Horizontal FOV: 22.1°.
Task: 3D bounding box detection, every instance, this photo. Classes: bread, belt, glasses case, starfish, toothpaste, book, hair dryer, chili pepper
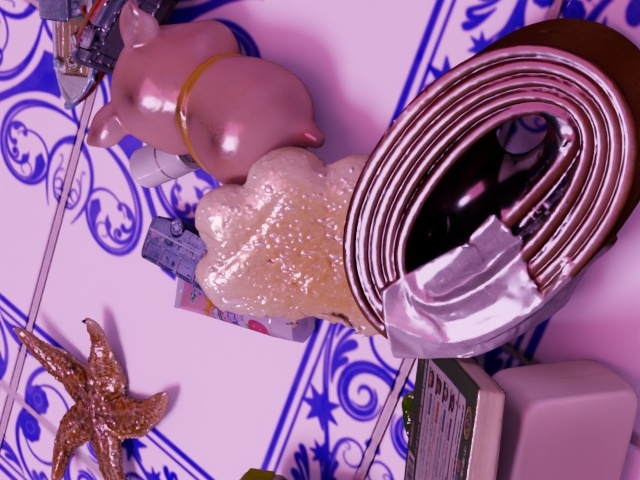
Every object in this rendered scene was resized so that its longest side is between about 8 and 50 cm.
[{"bbox_3d":[0.000,0.000,1.594,0.251,0.039,0.182,8,114,3],"label":"bread"},{"bbox_3d":[0.158,-0.041,1.452,0.217,0.122,0.338,41,120,6],"label":"belt"},{"bbox_3d":[0.197,0.263,1.521,0.070,0.131,0.313,43,131,52],"label":"glasses case"},{"bbox_3d":[-0.265,0.203,1.947,0.236,0.062,0.277,-39,76,39],"label":"starfish"},{"bbox_3d":[-0.089,0.065,1.773,0.194,0.043,0.067,18,106,40],"label":"toothpaste"},{"bbox_3d":[0.117,0.202,1.511,0.264,0.027,0.202,-130,46,-79],"label":"book"},{"bbox_3d":[-0.178,-0.132,1.786,0.082,0.047,0.137,-17,86,42],"label":"hair dryer"},{"bbox_3d":[0.100,0.194,1.662,0.030,0.034,0.091,-8,98,8],"label":"chili pepper"}]

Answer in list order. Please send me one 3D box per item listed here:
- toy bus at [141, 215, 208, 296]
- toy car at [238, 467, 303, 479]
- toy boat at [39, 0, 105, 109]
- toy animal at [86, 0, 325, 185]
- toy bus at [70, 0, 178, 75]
[{"bbox_3d":[-0.125,0.021,1.762,0.166,0.047,0.065,26,97,43],"label":"toy bus"},{"bbox_3d":[-0.014,0.377,1.727,0.198,0.204,0.248,7,107,15],"label":"toy car"},{"bbox_3d":[-0.275,-0.233,1.824,0.069,0.059,0.173,13,111,37],"label":"toy boat"},{"bbox_3d":[-0.102,-0.130,1.662,0.248,0.149,0.165,24,103,20],"label":"toy animal"},{"bbox_3d":[-0.195,-0.256,1.730,0.174,0.079,0.077,-54,26,34],"label":"toy bus"}]
